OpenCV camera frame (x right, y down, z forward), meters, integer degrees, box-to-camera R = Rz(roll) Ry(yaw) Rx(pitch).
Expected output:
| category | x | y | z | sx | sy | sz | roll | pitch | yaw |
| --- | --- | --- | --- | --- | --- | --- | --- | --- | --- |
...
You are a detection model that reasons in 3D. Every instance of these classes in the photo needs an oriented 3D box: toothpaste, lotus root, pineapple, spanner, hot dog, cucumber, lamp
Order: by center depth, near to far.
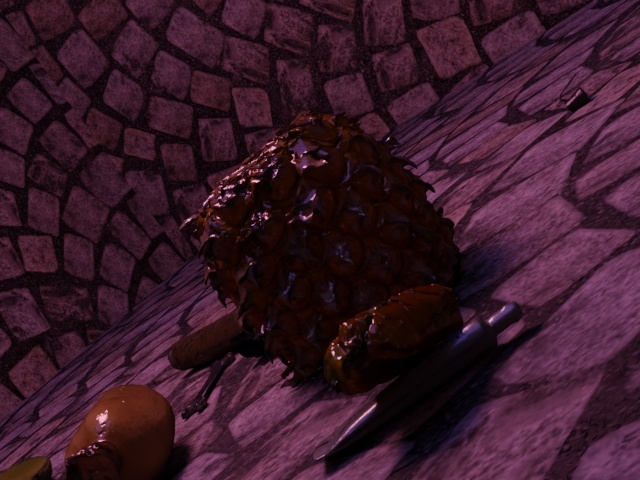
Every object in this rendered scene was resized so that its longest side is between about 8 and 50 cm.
| category | x | y | z | sx | sy | sz | roll | pitch | yaw |
| --- | --- | --- | --- | --- | --- | --- | --- | --- | --- |
| toothpaste | 0.095 | 0.142 | 1.122 | 0.255 | 0.037 | 0.067 | -37 | 1 | 7 |
| hot dog | 0.080 | 0.095 | 1.143 | 0.115 | 0.072 | 0.269 | -34 | -10 | 18 |
| pineapple | -0.002 | 0.000 | 1.517 | 0.352 | 0.300 | 0.352 | -41 | 8 | 7 |
| lotus root | -0.271 | 0.282 | 1.552 | 0.146 | 0.131 | 0.303 | -58 | 4 | 7 |
| cucumber | -0.073 | 0.142 | 1.815 | 0.115 | 0.062 | 0.116 | -28 | 3 | 39 |
| spanner | -0.188 | 0.241 | 1.883 | 0.054 | 0.015 | 0.254 | -34 | 7 | 13 |
| lamp | 0.464 | -0.263 | 2.062 | 0.054 | 0.041 | 0.121 | -42 | 8 | 21 |

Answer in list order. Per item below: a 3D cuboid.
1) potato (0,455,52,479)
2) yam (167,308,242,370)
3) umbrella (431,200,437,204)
| category | x | y | z | sx | sy | sz | roll | pitch | yaw |
| --- | --- | --- | --- | --- | --- | --- | --- | --- | --- |
| potato | -0.547 | 0.450 | 2.071 | 0.198 | 0.054 | 0.119 | -24 | 13 | 40 |
| yam | -0.176 | 0.174 | 2.062 | 0.067 | 0.071 | 0.317 | 11 | -26 | -37 |
| umbrella | 0.165 | -0.038 | 2.074 | 0.122 | 0.013 | 0.022 | -35 | -13 | 15 |
